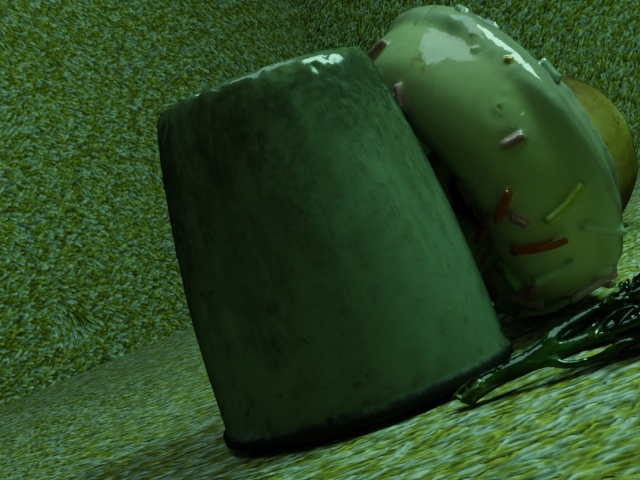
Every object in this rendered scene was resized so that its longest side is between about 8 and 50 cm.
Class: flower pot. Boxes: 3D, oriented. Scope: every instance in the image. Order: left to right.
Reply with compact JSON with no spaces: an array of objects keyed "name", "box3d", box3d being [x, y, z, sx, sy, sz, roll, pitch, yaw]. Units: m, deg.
[{"name":"flower pot","box3d":[0.000,0.000,0.993,0.294,0.330,0.293,-17,2,1]}]

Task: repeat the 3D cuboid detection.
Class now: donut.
[{"name":"donut","box3d":[0.168,-0.075,1.131,0.142,0.382,0.382,-35,5,-13]}]

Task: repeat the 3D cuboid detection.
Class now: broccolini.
[{"name":"broccolini","box3d":[0.203,0.092,0.825,0.201,0.058,0.074,-34,-14,4]}]

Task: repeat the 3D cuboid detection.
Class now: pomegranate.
[{"name":"pomegranate","box3d":[0.350,-0.135,1.724,0.338,0.338,0.338,-19,1,0]}]
